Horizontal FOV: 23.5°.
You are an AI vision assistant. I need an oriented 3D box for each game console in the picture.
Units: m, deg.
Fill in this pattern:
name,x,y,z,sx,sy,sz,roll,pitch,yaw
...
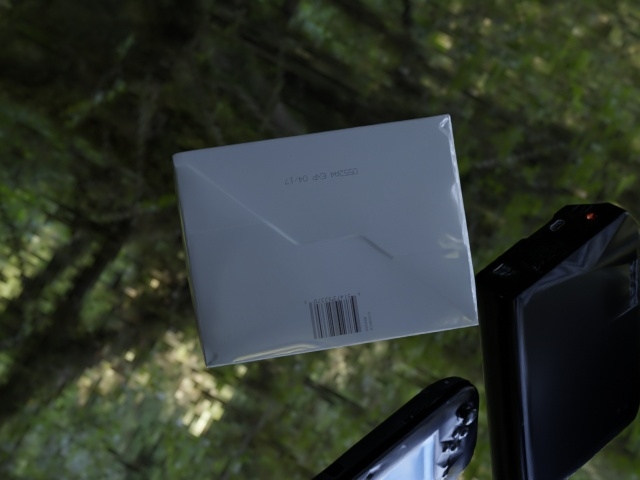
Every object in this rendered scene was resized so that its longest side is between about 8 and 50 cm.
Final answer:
name,x,y,z,sx,sy,sz,roll,pitch,yaw
game console,0.088,0.136,1.013,0.361,0.044,0.213,-35,136,-26

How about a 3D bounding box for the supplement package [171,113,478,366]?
name,x,y,z,sx,sy,sz,roll,pitch,yaw
supplement package,0.000,0.000,1.481,0.145,0.262,0.204,-174,-104,-84
